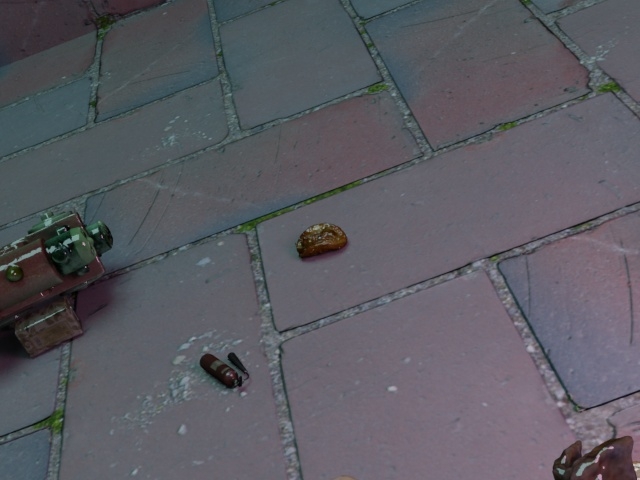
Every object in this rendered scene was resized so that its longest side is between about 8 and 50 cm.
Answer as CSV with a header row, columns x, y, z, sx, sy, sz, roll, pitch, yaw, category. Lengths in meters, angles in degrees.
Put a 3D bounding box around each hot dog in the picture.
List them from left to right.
x,y,z,sx,sy,sz,roll,pitch,yaw,category
0.000,0.000,1.536,0.083,0.035,0.058,-16,37,10,hot dog

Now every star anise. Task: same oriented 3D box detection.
x,y,z,sx,sy,sz,roll,pitch,yaw,category
0.227,0.282,0.882,0.212,0.073,0.197,-60,12,20,star anise

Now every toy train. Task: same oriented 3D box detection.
x,y,z,sx,sy,sz,roll,pitch,yaw,category
-0.489,0.054,1.585,0.305,0.150,0.221,-27,6,-4,toy train

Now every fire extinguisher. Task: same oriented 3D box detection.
x,y,z,sx,sy,sz,roll,pitch,yaw,category
-0.127,0.183,1.365,0.046,0.032,0.100,-3,17,-39,fire extinguisher

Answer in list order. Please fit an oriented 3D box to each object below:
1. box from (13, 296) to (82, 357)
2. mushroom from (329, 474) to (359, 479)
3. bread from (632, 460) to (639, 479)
x,y,z,sx,sy,sz,roll,pitch,yaw,category
-0.442,0.141,1.569,0.098,0.062,0.045,-25,33,-6,box
0.002,0.406,0.852,0.313,0.224,0.397,-45,13,15,mushroom
0.301,0.268,0.952,0.077,0.070,0.083,-11,32,15,bread
